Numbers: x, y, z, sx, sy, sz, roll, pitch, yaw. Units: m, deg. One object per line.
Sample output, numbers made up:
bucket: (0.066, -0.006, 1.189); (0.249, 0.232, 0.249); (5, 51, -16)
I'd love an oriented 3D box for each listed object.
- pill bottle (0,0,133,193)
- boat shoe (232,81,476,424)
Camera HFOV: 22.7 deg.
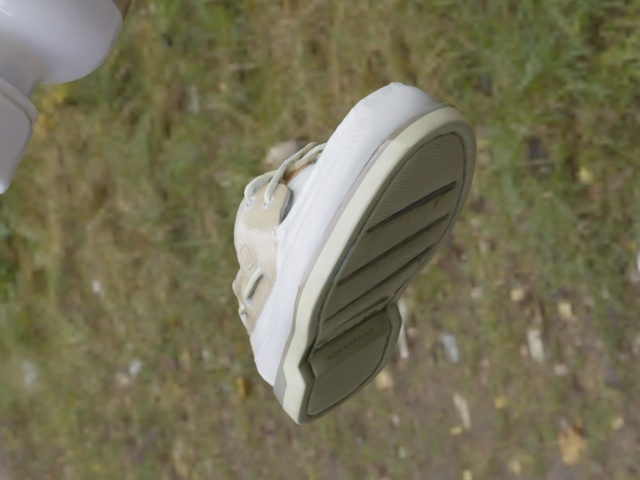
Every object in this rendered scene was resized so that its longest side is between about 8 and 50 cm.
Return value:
pill bottle: (-0.090, -0.103, 0.458); (0.094, 0.094, 0.169); (-7, 61, 66)
boat shoe: (0.000, 0.000, 0.919); (0.103, 0.113, 0.302); (51, 150, 19)
